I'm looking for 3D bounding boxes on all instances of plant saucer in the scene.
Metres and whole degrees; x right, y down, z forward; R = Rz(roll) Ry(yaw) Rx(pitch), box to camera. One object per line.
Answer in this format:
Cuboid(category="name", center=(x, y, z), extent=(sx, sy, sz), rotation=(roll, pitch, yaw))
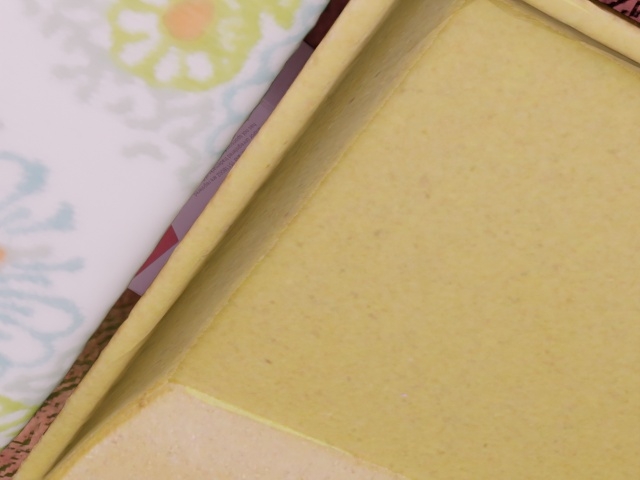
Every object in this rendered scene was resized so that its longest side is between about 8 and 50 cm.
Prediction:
Cuboid(category="plant saucer", center=(0.093, 0.051, 0.541), extent=(0.333, 0.081, 0.333), rotation=(24, 134, -17))

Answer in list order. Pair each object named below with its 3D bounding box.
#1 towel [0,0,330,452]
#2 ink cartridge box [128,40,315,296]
Cuboid(category="towel", center=(-0.166, -0.106, 0.393), extent=(0.320, 0.090, 0.374), rotation=(26, 122, -21))
Cuboid(category="ink cartridge box", center=(0.000, 0.000, 0.616), extent=(0.198, 0.067, 0.115), rotation=(36, 123, -27))
